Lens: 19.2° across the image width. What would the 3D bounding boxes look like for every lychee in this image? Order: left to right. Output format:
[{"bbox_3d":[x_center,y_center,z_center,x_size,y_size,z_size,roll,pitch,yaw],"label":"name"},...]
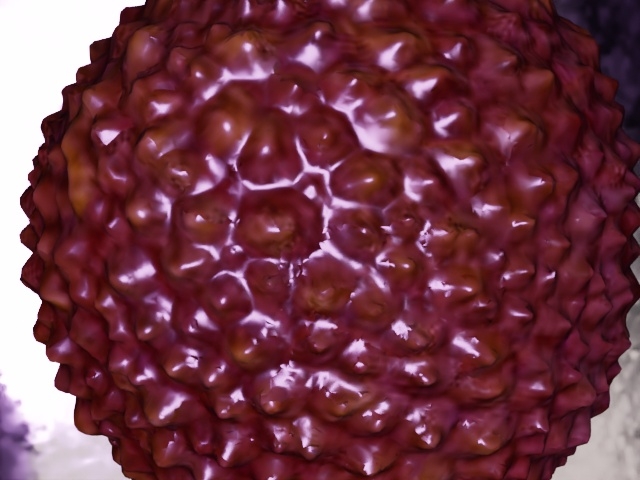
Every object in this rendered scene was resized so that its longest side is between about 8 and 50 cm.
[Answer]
[{"bbox_3d":[0.000,0.000,0.528,0.188,0.188,0.188,0,93,-8],"label":"lychee"}]
